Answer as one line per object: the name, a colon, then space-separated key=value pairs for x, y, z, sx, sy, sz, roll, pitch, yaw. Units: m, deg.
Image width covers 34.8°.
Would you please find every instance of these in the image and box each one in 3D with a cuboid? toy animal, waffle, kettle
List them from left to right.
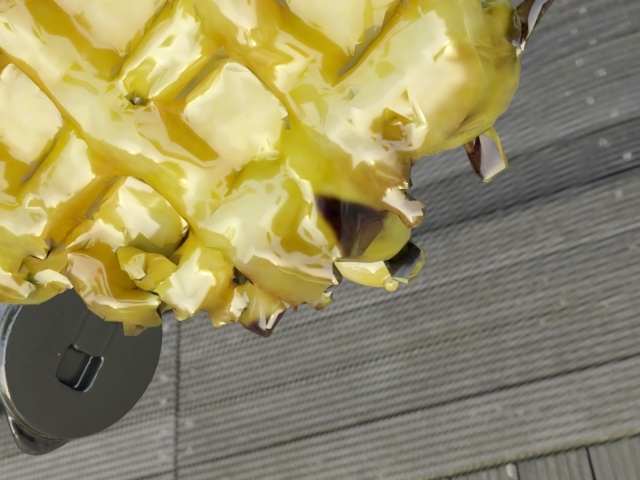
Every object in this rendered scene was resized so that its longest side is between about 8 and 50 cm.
waffle: x=-0.106 y=-0.145 z=0.357 sx=0.382 sy=0.380 sz=0.095 roll=6 pitch=21 yaw=14
kettle: x=-0.296 y=0.057 z=1.038 sx=0.308 sy=0.203 sz=0.262 roll=10 pitch=42 yaw=44
toy animal: x=0.000 y=0.002 z=0.986 sx=0.159 sy=0.070 sz=0.083 roll=9 pitch=58 yaw=0
